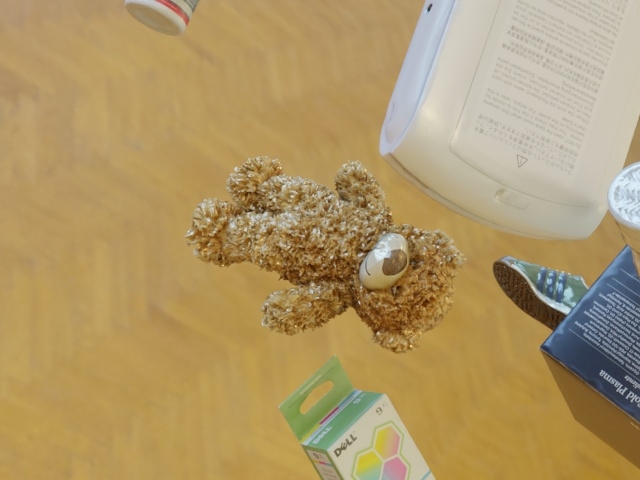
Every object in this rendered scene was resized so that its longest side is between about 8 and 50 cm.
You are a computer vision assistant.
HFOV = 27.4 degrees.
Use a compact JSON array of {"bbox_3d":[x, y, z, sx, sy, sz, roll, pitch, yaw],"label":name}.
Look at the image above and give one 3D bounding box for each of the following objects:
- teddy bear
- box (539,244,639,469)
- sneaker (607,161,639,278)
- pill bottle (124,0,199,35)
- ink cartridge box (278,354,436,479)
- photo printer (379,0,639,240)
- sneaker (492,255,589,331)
[{"bbox_3d":[0.000,0.000,1.554,0.245,0.113,0.338,-29,51,-26],"label":"teddy bear"},{"bbox_3d":[0.487,0.134,1.791,0.179,0.312,0.343,37,-8,30],"label":"box"},{"bbox_3d":[0.415,0.020,1.183,0.108,0.293,0.169,-61,147,-18],"label":"sneaker"},{"bbox_3d":[-0.236,-0.438,2.152,0.108,0.108,0.180,35,74,-38],"label":"pill bottle"},{"bbox_3d":[0.049,0.253,1.587,0.109,0.062,0.209,-40,111,-29],"label":"ink cartridge box"},{"bbox_3d":[0.209,-0.163,1.343,0.256,0.107,0.307,22,80,-17],"label":"photo printer"},{"bbox_3d":[0.344,0.076,1.906,0.086,0.064,0.192,-25,45,-26],"label":"sneaker"}]
